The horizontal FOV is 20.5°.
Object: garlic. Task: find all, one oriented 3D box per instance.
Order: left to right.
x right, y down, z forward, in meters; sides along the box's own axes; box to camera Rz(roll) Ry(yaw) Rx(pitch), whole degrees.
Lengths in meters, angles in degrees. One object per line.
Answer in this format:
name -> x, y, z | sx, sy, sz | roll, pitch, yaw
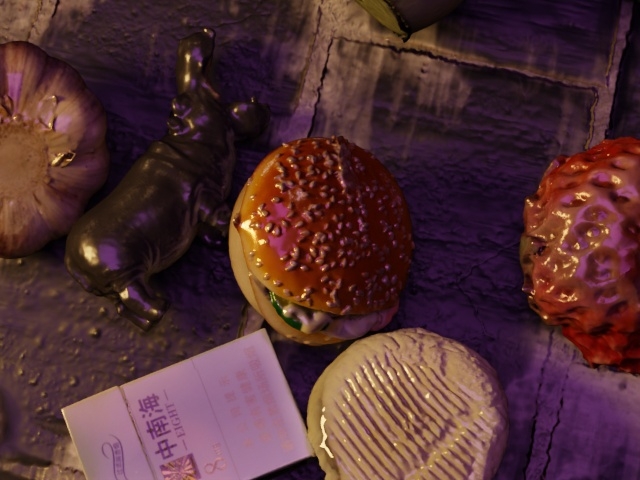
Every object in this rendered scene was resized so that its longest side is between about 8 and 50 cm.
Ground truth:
garlic -> -0.351, -0.108, 1.971 | 0.244, 0.160, 0.245 | -5, 110, -13

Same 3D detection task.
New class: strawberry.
strawberry -> 0.385, 0.006, 1.925 | 0.336, 0.149, 0.265 | 3, 74, 2

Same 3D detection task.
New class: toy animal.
toy animal -> -0.151, -0.064, 1.980 | 0.168, 0.106, 0.343 | 30, 67, -6

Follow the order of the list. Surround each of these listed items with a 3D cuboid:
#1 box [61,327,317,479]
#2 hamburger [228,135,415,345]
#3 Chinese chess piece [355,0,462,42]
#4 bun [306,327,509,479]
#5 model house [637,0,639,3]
box -> -0.142, 0.212, 1.929 | 0.242, 0.067, 0.155 | -23, 75, -3
hamburger -> 0.003, -0.002, 1.914 | 0.236, 0.147, 0.237 | 0, 90, -36
Chinese chess piece -> 0.026, -0.378, 1.935 | 0.349, 0.349, 0.146 | 44, 91, 12
bun -> 0.091, 0.200, 1.892 | 0.220, 0.134, 0.220 | 0, 70, -1
model house -> 0.335, -0.388, 2.006 | 0.211, 0.194, 0.170 | 24, 80, 7
